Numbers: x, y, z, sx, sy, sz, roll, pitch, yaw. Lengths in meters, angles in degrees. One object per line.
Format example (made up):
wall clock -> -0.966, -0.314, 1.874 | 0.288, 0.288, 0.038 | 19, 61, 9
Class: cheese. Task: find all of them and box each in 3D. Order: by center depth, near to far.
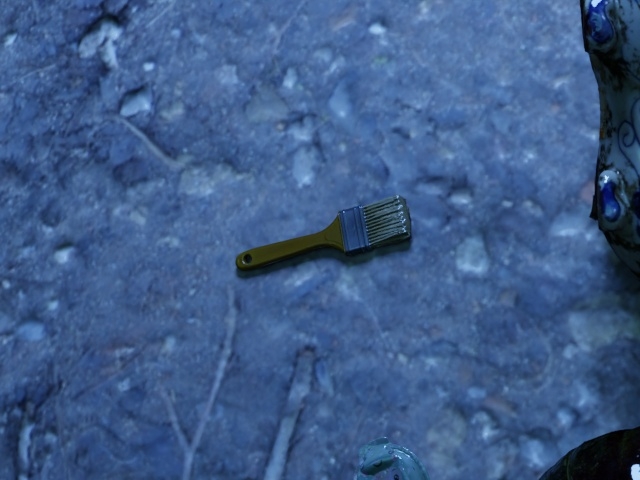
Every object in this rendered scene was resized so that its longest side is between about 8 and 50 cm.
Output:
cheese -> 0.065, 0.219, 1.091 | 0.067, 0.026, 0.121 | -30, 67, 13

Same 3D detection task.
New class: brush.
brush -> 0.000, 0.000, 1.188 | 0.170, 0.014, 0.043 | -16, 71, 19

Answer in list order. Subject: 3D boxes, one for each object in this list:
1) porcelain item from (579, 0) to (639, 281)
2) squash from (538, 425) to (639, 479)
porcelain item -> 0.290, -0.104, 1.003 | 0.186, 0.138, 0.288 | -4, 96, 12
squash -> 0.237, 0.224, 0.952 | 0.193, 0.156, 0.193 | -10, 76, 45
